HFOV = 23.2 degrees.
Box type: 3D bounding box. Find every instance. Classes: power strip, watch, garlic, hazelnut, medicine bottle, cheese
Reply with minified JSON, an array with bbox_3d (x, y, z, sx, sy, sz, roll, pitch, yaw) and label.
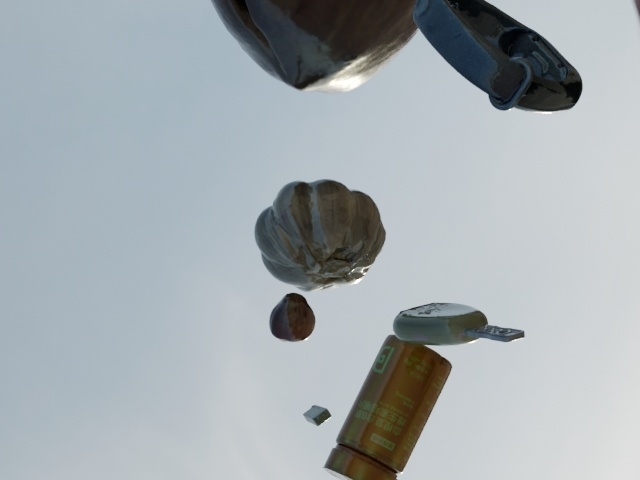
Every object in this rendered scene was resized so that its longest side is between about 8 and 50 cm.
[{"bbox_3d":[-0.006,0.259,2.315,0.017,0.027,0.083,57,169,-6],"label":"power strip"},{"bbox_3d":[0.214,-0.225,1.873,0.193,0.068,0.206,17,-151,-31],"label":"watch"},{"bbox_3d":[0.004,-0.001,2.621,0.228,0.228,0.152,43,-148,-41],"label":"garlic"},{"bbox_3d":[0.013,-0.456,2.555,0.429,0.402,0.402,39,-136,-54],"label":"hazelnut"},{"bbox_3d":[0.085,0.222,1.963,0.096,0.096,0.192,39,-106,-44],"label":"medicine bottle"},{"bbox_3d":[0.166,0.101,1.797,0.097,0.192,0.037,-13,-81,-30],"label":"cheese"},{"bbox_3d":[-0.046,0.125,2.514,0.086,0.086,0.086,35,-133,-48],"label":"hazelnut"}]
